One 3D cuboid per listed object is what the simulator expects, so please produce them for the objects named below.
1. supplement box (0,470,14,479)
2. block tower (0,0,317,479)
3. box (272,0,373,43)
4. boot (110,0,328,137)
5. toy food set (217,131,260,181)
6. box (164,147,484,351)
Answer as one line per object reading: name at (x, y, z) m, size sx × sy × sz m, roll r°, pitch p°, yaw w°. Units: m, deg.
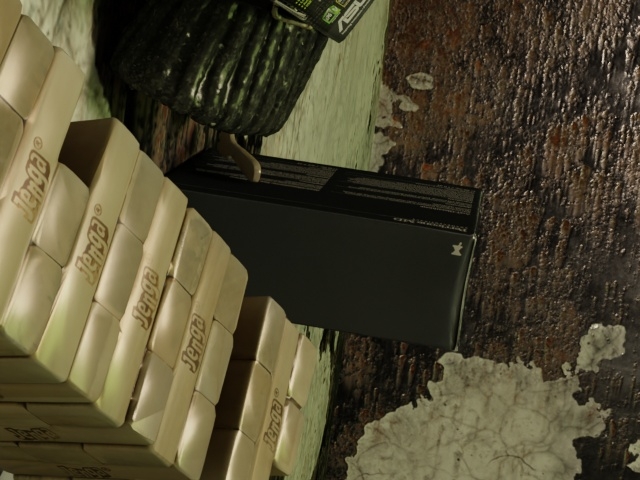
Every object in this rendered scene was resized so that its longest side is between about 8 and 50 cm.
supplement box at (-0.139, 0.177, 0.718) m, size 0.220 × 0.113 × 0.111 m, roll -76°, pitch 170°, yaw -46°
block tower at (-0.111, -0.002, 0.360) m, size 0.335 × 0.097 × 0.091 m, roll 52°, pitch 42°, yaw -49°
box at (0.010, -0.220, 0.617) m, size 0.191 × 0.045 × 0.184 m, roll -52°, pitch 145°, yaw 13°
boot at (-0.070, -0.211, 0.700) m, size 0.260 × 0.131 × 0.348 m, roll -51°, pitch 143°, yaw 14°
toy food set at (-0.071, -0.151, 0.928) m, size 0.132 × 0.038 × 0.192 m, roll -134°, pitch -130°, yaw -61°
box at (0.000, 0.000, 0.959) m, size 0.184 × 0.261 × 0.103 m, roll -49°, pitch 147°, yaw -75°
